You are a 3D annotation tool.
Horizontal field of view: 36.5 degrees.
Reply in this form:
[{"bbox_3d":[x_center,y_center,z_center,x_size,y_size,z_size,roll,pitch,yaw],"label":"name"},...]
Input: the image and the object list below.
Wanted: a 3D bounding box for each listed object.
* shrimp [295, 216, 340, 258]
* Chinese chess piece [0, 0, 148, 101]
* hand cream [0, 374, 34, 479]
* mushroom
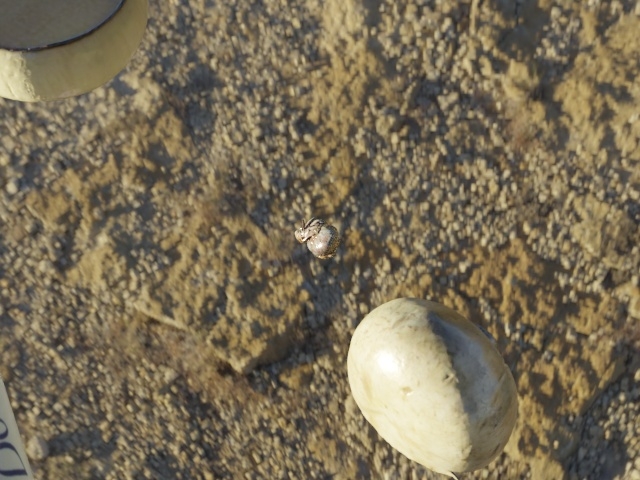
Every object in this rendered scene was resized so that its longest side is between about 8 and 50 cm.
[{"bbox_3d":[-0.003,-0.002,0.797,0.038,0.092,0.029,32,83,4],"label":"shrimp"},{"bbox_3d":[-0.329,-0.281,1.140,0.249,0.103,0.250,2,60,-4],"label":"Chinese chess piece"},{"bbox_3d":[-0.176,0.160,0.480,0.083,0.248,0.133,-12,12,32],"label":"hand cream"},{"bbox_3d":[0.158,0.166,1.287,0.195,0.189,0.253,-37,61,-25],"label":"mushroom"}]
